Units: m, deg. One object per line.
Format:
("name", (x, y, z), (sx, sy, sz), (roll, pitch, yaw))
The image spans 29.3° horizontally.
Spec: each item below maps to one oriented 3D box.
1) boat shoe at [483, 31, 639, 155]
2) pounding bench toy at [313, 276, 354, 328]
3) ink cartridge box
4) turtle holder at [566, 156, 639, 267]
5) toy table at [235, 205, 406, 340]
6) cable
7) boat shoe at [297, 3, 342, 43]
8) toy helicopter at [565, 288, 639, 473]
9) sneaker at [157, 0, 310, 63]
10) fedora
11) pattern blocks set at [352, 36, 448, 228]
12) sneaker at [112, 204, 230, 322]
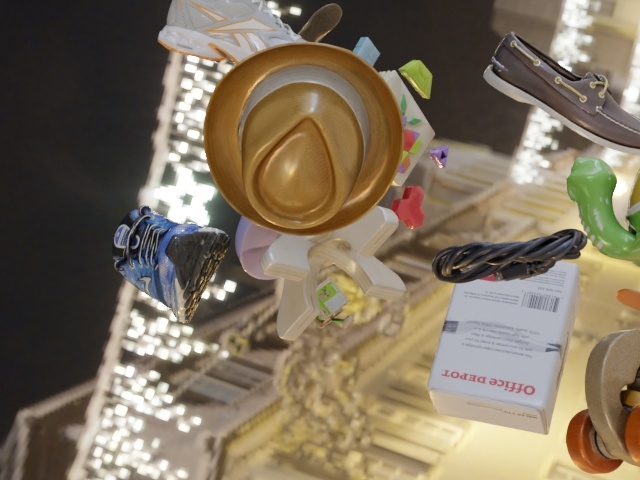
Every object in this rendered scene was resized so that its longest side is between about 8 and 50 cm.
("boat shoe", (0.450, -0.258, 2.167), (0.116, 0.324, 0.097), (-31, -31, -62))
("pounding bench toy", (0.016, 0.115, 1.988), (0.052, 0.083, 0.065), (-36, -11, -19))
("ink cartridge box", (0.308, 0.166, 2.032), (0.114, 0.197, 0.273), (68, -144, -55))
("turtle holder", (0.541, -0.047, 1.774), (0.243, 0.320, 0.228), (22, -114, -56))
("toy table", (0.000, 0.000, 1.733), (0.252, 0.161, 0.274), (3, -46, -32))
("cable", (0.215, 0.014, 1.399), (0.150, 0.184, 0.047), (2, -102, -35))
("boat shoe", (-0.013, -0.431, 2.501), (0.135, 0.050, 0.045), (-44, 11, -10))
("toy helicopter", (0.485, 0.194, 1.575), (0.140, 0.355, 0.235), (-23, 58, 59))
("sneaker", (-0.089, -0.293, 1.677), (0.099, 0.262, 0.121), (-44, -32, -81))
("fedora", (-0.017, -0.074, 1.067), (0.079, 0.194, 0.194), (-84, 0, -58))
("pattern blocks set", (0.129, -0.195, 2.192), (0.325, 0.026, 0.285), (34, -108, -42))
("sneaker", (-0.216, 0.029, 1.652), (0.130, 0.147, 0.330), (-64, 6, -12))
